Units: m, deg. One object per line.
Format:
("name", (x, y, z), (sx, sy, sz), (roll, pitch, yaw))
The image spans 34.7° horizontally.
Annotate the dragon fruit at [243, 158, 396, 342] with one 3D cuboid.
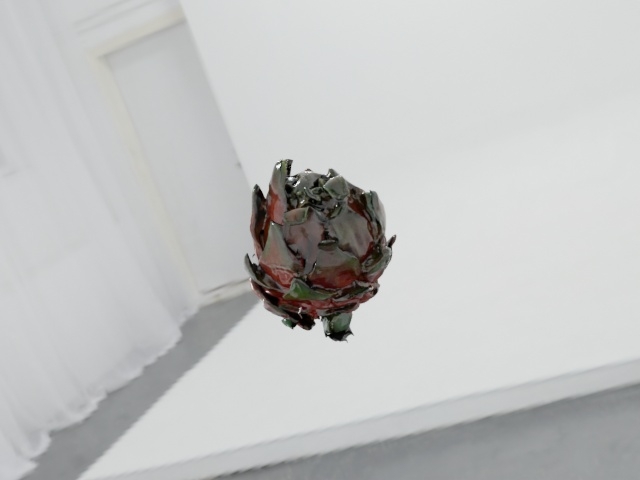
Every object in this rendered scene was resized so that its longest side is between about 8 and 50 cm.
("dragon fruit", (-0.001, 0.006, 1.167), (0.182, 0.182, 0.188), (-33, -22, -50))
